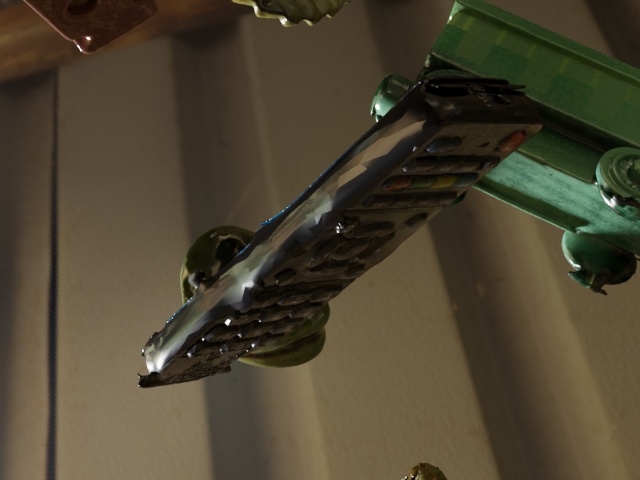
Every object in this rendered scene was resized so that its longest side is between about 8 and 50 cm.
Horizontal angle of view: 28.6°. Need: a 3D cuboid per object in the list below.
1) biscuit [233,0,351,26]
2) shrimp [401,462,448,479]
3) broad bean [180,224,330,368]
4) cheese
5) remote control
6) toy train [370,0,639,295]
[{"bbox_3d":[-0.027,-0.324,1.325,0.036,0.187,0.273,-19,-144,44],"label":"biscuit"},{"bbox_3d":[0.106,0.317,1.105,0.066,0.262,0.117,-15,-157,-2],"label":"shrimp"},{"bbox_3d":[-0.079,0.067,1.443,0.153,0.072,0.206,-30,-130,-28],"label":"broad bean"},{"bbox_3d":[-0.314,-0.365,1.555,0.128,0.203,0.177,-30,-114,8],"label":"cheese"},{"bbox_3d":[0.000,0.000,0.975,0.144,0.399,0.062,-5,-118,-47],"label":"remote control"},{"bbox_3d":[0.198,-0.085,1.084,0.301,0.120,0.202,25,-136,8],"label":"toy train"}]
